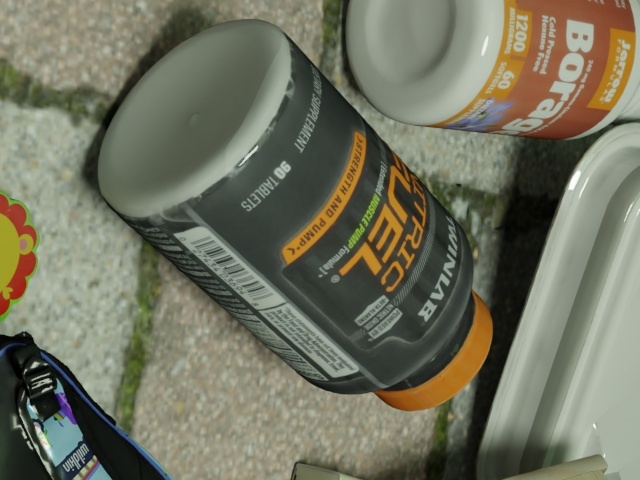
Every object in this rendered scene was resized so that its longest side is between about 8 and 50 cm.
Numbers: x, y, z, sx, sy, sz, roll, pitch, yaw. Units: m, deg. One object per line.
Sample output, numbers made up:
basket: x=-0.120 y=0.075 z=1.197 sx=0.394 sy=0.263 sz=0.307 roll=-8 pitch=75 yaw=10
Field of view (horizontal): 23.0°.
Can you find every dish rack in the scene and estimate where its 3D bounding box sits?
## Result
dish rack: x=0.269 y=0.066 z=1.129 sx=0.332 sy=0.072 sz=0.286 roll=0 pitch=112 yaw=-45

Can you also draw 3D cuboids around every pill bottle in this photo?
pill bottle: x=0.000 y=0.000 z=0.878 sx=0.245 sy=0.130 sz=0.130 roll=44 pitch=64 yaw=-38
pill bottle: x=0.130 y=-0.126 z=0.997 sx=0.216 sy=0.121 sz=0.121 roll=1 pitch=93 yaw=-44

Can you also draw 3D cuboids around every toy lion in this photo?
toy lion: x=-0.185 y=0.007 z=0.771 sx=0.100 sy=0.034 sz=0.096 roll=-45 pitch=130 yaw=-32

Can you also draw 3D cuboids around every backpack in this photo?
backpack: x=-0.151 y=0.145 z=0.752 sx=0.173 sy=0.116 sz=0.158 roll=50 pitch=60 yaw=-34

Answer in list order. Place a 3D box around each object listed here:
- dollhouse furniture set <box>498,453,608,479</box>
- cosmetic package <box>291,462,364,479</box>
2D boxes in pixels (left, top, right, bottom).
dollhouse furniture set: x=0.084 y=0.326 z=0.989 sx=0.286 sy=0.198 sz=0.303 roll=-9 pitch=139 yaw=-32
cosmetic package: x=0.029 y=0.182 z=0.982 sx=0.115 sy=0.041 sz=0.060 roll=27 pitch=75 yaw=-42
